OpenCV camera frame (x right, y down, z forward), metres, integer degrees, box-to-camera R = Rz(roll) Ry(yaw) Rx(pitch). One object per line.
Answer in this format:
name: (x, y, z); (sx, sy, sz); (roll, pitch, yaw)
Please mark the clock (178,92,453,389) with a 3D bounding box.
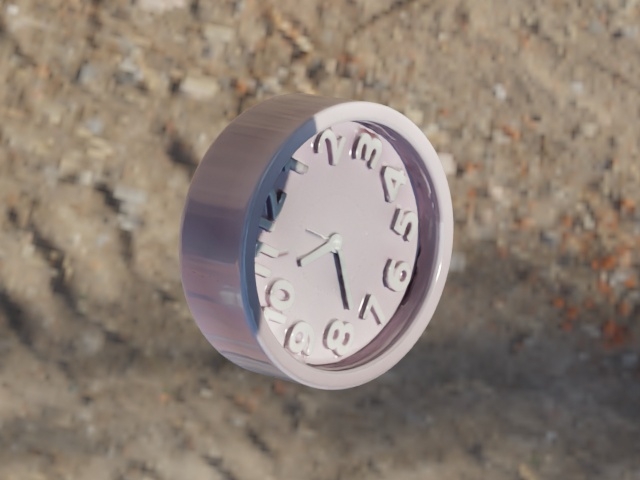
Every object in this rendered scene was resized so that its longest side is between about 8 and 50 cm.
clock: (0.000, 0.000, 1.257); (0.068, 0.197, 0.197); (12, 154, 47)
